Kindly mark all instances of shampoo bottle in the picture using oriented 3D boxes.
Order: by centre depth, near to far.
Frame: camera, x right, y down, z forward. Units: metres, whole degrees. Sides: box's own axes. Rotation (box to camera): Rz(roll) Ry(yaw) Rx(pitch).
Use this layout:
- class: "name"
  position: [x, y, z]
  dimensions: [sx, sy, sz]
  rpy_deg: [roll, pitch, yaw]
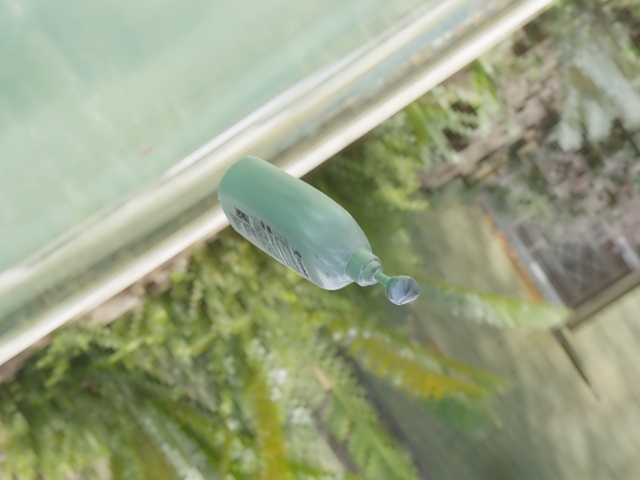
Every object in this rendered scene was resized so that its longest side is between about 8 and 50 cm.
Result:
- class: "shampoo bottle"
  position: [0.000, 0.000, 1.074]
  dimensions: [0.045, 0.152, 0.077]
  rpy_deg: [-44, 140, -16]
